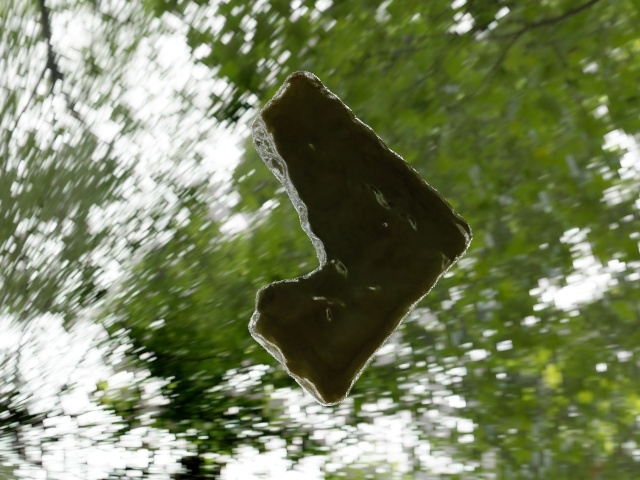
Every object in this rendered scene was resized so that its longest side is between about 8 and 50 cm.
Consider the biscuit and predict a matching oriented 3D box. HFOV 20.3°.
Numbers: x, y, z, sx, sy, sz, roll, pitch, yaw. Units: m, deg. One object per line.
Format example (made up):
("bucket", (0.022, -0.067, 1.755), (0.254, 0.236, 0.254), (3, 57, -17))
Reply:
("biscuit", (0.000, 0.000, 1.203), (0.174, 0.039, 0.183), (42, -118, -8))
